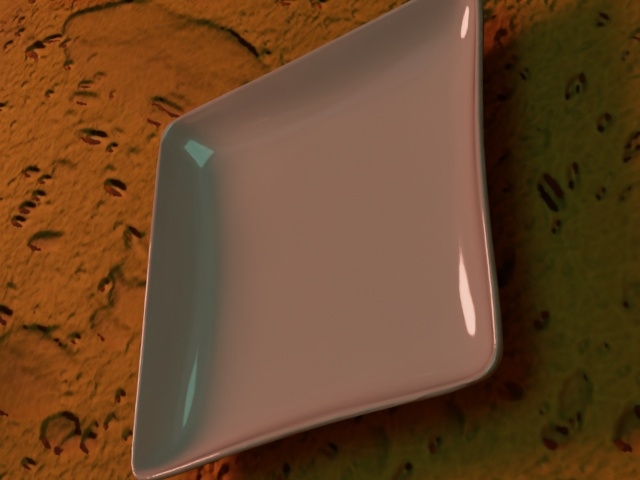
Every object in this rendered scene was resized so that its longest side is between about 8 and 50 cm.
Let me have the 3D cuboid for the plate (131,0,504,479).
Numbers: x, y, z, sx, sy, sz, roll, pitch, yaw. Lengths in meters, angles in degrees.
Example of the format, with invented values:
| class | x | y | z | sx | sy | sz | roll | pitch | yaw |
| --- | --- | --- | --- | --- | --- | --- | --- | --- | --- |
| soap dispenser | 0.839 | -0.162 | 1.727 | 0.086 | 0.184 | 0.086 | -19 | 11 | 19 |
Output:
| class | x | y | z | sx | sy | sz | roll | pitch | yaw |
| --- | --- | --- | --- | --- | --- | --- | --- | --- | --- |
| plate | 0.000 | 0.000 | 0.879 | 0.277 | 0.045 | 0.278 | -22 | 53 | 33 |
